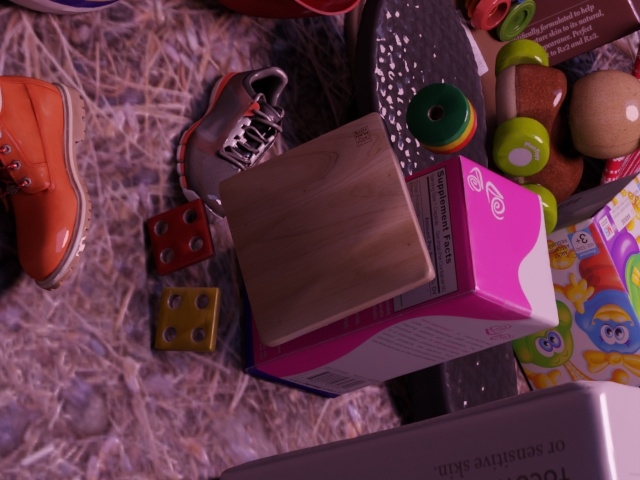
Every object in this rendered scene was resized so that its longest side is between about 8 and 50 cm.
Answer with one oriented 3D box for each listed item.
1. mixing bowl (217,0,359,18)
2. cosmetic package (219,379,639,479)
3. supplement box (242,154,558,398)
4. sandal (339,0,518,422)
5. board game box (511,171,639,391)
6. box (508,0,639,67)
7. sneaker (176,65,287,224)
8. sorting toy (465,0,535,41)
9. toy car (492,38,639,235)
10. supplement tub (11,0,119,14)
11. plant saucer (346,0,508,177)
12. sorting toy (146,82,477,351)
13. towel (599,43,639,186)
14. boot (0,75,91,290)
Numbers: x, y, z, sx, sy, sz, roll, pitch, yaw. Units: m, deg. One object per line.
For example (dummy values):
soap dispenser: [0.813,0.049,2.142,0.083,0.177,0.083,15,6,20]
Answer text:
mixing bowl: [-0.051,-0.256,1.284,0.181,0.098,0.182,26,55,-43]
cosmetic package: [0.167,0.333,1.089,0.329,0.327,0.394,12,65,-49]
supplement box: [0.056,0.034,1.179,0.111,0.220,0.114,23,56,-46]
sandal: [0.074,-0.018,1.349,0.167,0.107,0.446,-13,96,-55]
board game box: [0.289,0.097,1.516,0.142,0.144,0.275,-36,102,-53]
box: [0.267,-0.305,1.661,0.167,0.168,0.203,60,37,-14]
sneaker: [-0.064,-0.084,1.212,0.061,0.064,0.158,43,44,-32]
sorting toy: [0.178,-0.240,1.557,0.042,0.061,0.102,44,19,25]
toy car: [0.259,-0.101,1.431,0.155,0.188,0.149,-81,163,-48]
supplement tub: [-0.106,-0.316,1.043,0.241,0.331,0.241,27,53,-43]
plant saucer: [0.126,-0.154,1.517,0.278,0.041,0.278,27,52,-42]
sorting toy: [0.000,0.000,1.109,0.046,0.274,0.132,36,34,-62]
towel: [0.356,-0.145,1.675,0.199,0.031,0.275,-45,151,-51]
boot: [-0.201,-0.043,1.027,0.084,0.059,0.158,19,50,-43]
